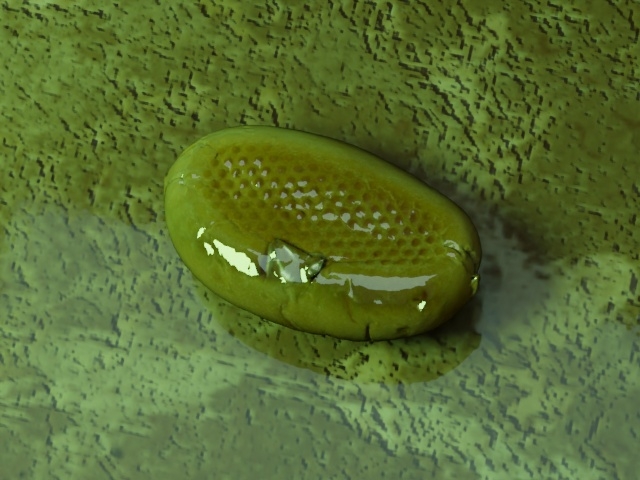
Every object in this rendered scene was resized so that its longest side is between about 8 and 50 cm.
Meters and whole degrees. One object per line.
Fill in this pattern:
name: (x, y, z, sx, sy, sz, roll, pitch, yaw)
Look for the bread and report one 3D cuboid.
bread: (0.000, 0.000, 1.086, 0.189, 0.077, 0.114, 22, 55, 13)
